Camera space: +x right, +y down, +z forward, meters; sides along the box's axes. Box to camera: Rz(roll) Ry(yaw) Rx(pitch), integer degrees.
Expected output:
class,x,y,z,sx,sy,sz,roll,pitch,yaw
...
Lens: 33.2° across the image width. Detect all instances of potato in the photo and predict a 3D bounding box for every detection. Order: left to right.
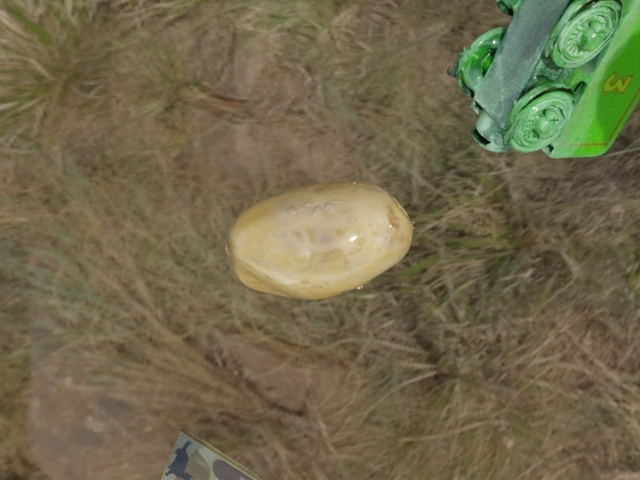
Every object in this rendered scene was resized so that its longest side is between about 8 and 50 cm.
class,x,y,z,sx,sy,sz,roll,pitch,yaw
potato,0.000,0.000,1.004,0.178,0.118,0.109,-13,78,11

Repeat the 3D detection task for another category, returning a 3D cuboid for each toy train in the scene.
class,x,y,z,sx,sy,sz,roll,pitch,yaw
toy train,0.252,-0.193,1.085,0.132,0.188,0.243,55,137,36

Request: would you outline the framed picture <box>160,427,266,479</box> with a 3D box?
class,x,y,z,sx,sy,sz,roll,pitch,yaw
framed picture,-0.098,0.318,1.265,0.201,0.010,0.136,31,125,10
